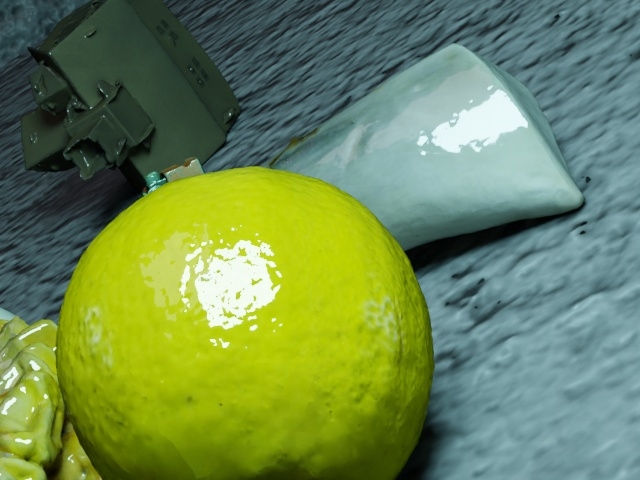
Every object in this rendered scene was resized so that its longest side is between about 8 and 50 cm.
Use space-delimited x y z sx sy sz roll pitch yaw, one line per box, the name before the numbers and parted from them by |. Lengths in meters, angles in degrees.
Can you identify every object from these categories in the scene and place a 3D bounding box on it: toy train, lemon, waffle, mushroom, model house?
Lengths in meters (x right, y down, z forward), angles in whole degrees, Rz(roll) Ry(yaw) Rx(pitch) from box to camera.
toy train | -0.128 -0.024 1.721 0.064 0.103 0.044 -25 9 -14
lemon | -0.045 0.089 1.136 0.240 0.240 0.219 -28 45 22
waffle | -0.273 0.191 1.367 0.261 0.151 0.324 -29 27 4
mushroom | -0.001 0.001 1.417 0.397 0.126 0.177 -33 42 13
model house | -0.242 -0.133 1.992 0.204 0.211 0.243 -29 21 24

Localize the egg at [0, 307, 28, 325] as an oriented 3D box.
egg | -0.326 0.128 1.616 0.209 0.151 0.151 -16 27 41
